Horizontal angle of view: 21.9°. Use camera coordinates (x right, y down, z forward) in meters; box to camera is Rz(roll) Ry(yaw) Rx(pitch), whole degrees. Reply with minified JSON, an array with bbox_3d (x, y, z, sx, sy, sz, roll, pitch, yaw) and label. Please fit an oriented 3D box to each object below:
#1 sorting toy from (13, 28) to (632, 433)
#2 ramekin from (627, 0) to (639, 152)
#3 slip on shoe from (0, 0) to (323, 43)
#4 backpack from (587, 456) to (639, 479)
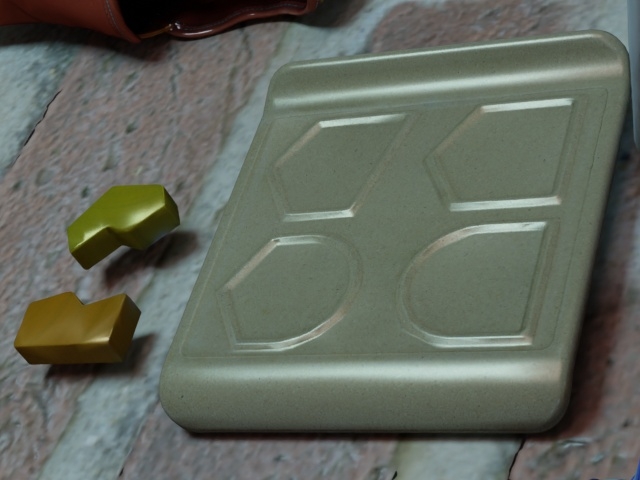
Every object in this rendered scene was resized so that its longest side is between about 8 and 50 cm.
[{"bbox_3d":[0.000,0.000,0.854,0.307,0.041,0.229,-3,52,26],"label":"sorting toy"},{"bbox_3d":[0.204,-0.174,0.753,0.127,0.273,0.273,-2,47,12],"label":"ramekin"},{"bbox_3d":[-0.134,-0.178,1.048,0.331,0.123,0.101,-2,51,21],"label":"slip on shoe"},{"bbox_3d":[0.135,0.123,0.602,0.084,0.105,0.114,0,44,28],"label":"backpack"}]
